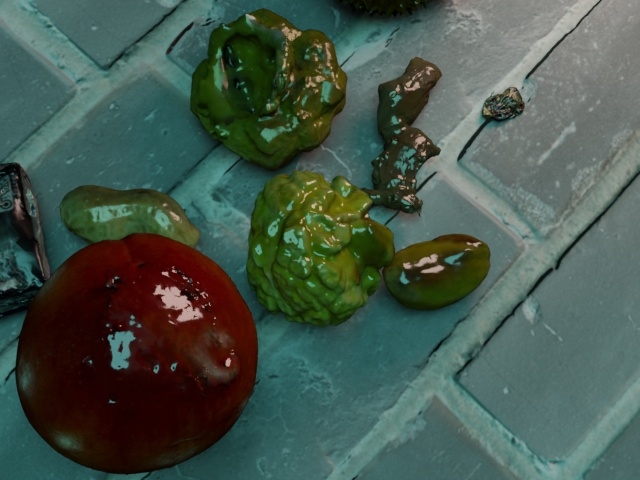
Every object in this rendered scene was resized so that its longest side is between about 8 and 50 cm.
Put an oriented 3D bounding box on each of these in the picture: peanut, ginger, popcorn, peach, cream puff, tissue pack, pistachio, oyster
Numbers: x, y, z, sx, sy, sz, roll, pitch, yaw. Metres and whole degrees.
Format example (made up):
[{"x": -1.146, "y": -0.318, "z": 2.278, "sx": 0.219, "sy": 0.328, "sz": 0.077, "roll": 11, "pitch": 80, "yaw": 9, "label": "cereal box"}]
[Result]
[{"x": -0.305, "y": -0.034, "z": 1.516, "sx": 0.229, "sy": 0.098, "sz": 0.103, "roll": 7, "pitch": 115, "yaw": 1, "label": "peanut"}, {"x": 0.145, "y": -0.185, "z": 1.579, "sx": 0.122, "sy": 0.084, "sz": 0.290, "roll": 9, "pitch": 73, "yaw": 8, "label": "ginger"}, {"x": 0.000, "y": 0.000, "z": 1.465, "sx": 0.237, "sy": 0.206, "sz": 0.251, "roll": 30, "pitch": 56, "yaw": 24, "label": "popcorn"}, {"x": -0.254, "y": 0.153, "z": 1.326, "sx": 0.370, "sy": 0.370, "sz": 0.370, "roll": 0, "pitch": 73, "yaw": -2, "label": "peach"}, {"x": -0.085, "y": -0.259, "z": 1.544, "sx": 0.281, "sy": 0.185, "sz": 0.282, "roll": 2, "pitch": 72, "yaw": -5, "label": "cream puff"}, {"x": -0.601, "y": 0.023, "z": 1.480, "sx": 0.332, "sy": 0.123, "sz": 0.245, "roll": -16, "pitch": 69, "yaw": -10, "label": "tissue pack"}, {"x": 0.184, "y": 0.054, "z": 1.506, "sx": 0.189, "sy": 0.100, "sz": 0.110, "roll": -18, "pitch": 99, "yaw": -21, "label": "pistachio"}, {"x": 0.315, "y": -0.233, "z": 1.632, "sx": 0.083, "sy": 0.019, "sz": 0.054, "roll": -25, "pitch": 76, "yaw": -9, "label": "oyster"}]

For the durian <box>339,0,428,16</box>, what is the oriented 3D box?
[{"x": 0.130, "y": -0.509, "z": 1.607, "sx": 0.292, "sy": 0.258, "sz": 0.258, "roll": -12, "pitch": 74, "yaw": -15, "label": "durian"}]
